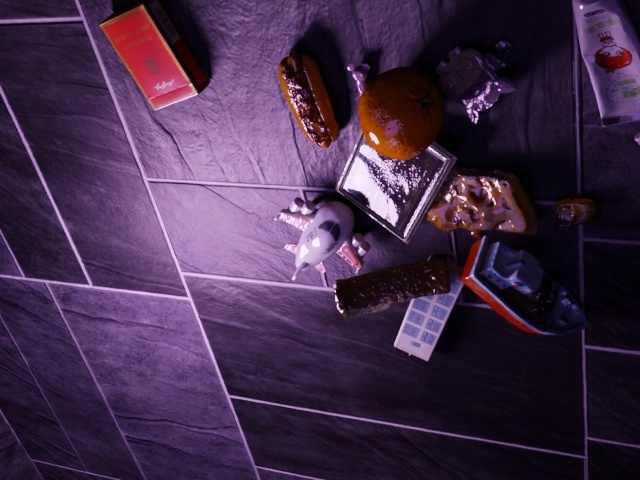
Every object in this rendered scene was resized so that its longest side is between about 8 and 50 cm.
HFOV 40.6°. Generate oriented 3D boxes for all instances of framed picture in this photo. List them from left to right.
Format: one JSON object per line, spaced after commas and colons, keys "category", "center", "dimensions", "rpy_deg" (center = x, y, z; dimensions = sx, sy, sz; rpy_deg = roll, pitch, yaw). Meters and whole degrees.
{"category": "framed picture", "center": [0.160, -0.149, 1.971], "dimensions": [0.232, 0.019, 0.296], "rpy_deg": [37, 136, 13]}

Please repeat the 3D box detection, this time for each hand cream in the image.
{"category": "hand cream", "center": [0.544, -0.353, 1.609], "dimensions": [0.121, 0.076, 0.336], "rpy_deg": [-6, 131, 34]}

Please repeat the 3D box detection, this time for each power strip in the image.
{"category": "power strip", "center": [0.278, 0.184, 2.221], "dimensions": [0.106, 0.043, 0.367], "rpy_deg": [23, 135, 9]}

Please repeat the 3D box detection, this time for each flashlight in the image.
{"category": "flashlight", "center": [0.092, -0.337, 1.872], "dimensions": [0.052, 0.031, 0.110], "rpy_deg": [4, 134, 22]}

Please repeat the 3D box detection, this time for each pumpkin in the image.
{"category": "pumpkin", "center": [0.552, -0.064, 1.872], "dimensions": [0.101, 0.035, 0.073], "rpy_deg": [-5, 137, 27]}

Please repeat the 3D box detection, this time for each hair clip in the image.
{"category": "hair clip", "center": [0.314, -0.332, 1.745], "dimensions": [0.146, 0.056, 0.187], "rpy_deg": [43, 137, -3]}

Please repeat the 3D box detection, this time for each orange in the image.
{"category": "orange", "center": [0.170, -0.264, 1.779], "dimensions": [0.161, 0.193, 0.193], "rpy_deg": [-14, 120, 44]}

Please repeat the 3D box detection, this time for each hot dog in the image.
{"category": "hot dog", "center": [-0.031, -0.311, 1.925], "dimensions": [0.102, 0.076, 0.249], "rpy_deg": [1, 129, 31]}

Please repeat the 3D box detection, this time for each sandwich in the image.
{"category": "sandwich", "center": [0.174, 0.116, 2.128], "dimensions": [0.288, 0.254, 0.100], "rpy_deg": [-12, 80, 7]}

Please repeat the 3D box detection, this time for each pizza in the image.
{"category": "pizza", "center": [0.333, -0.078, 1.944], "dimensions": [0.296, 0.071, 0.189], "rpy_deg": [4, 133, 32]}

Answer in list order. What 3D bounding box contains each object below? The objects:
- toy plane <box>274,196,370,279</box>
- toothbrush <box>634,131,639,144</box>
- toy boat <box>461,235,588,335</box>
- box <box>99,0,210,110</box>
{"category": "toy plane", "center": [0.002, -0.003, 2.153], "dimensions": [0.252, 0.118, 0.252], "rpy_deg": [12, 131, 14]}
{"category": "toothbrush", "center": [0.736, -0.243, 1.623], "dimensions": [0.307, 0.025, 0.029], "rpy_deg": [-24, 123, 40]}
{"category": "toy boat", "center": [0.483, 0.116, 1.972], "dimensions": [0.331, 0.145, 0.133], "rpy_deg": [35, 151, -22]}
{"category": "box", "center": [-0.382, -0.433, 2.008], "dimensions": [0.153, 0.074, 0.240], "rpy_deg": [-15, 119, 32]}
